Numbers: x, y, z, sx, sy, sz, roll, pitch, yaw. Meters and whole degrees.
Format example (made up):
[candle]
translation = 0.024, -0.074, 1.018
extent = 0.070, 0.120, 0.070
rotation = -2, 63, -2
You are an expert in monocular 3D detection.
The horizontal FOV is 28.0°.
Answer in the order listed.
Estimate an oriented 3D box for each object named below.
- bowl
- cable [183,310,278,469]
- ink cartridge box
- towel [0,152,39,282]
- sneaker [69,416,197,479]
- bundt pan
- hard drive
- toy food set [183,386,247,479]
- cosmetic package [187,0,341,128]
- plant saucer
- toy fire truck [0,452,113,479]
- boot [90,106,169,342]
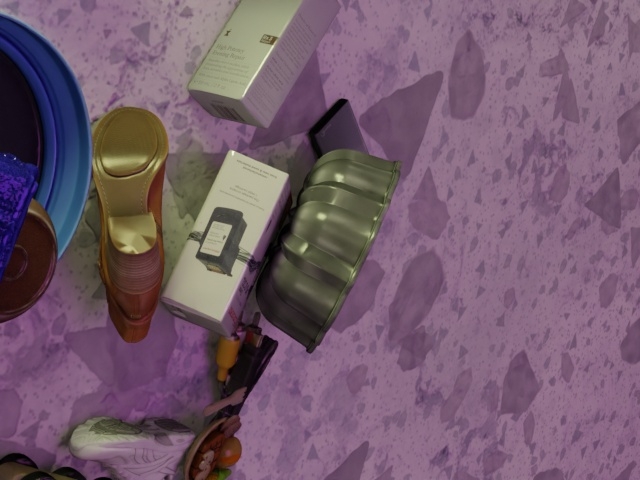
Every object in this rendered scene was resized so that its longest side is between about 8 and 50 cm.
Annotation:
[bowl]
translation = -0.448, -0.089, 1.535
extent = 0.391, 0.077, 0.391
rotation = -21, 118, -44
[cable]
translation = -0.151, 0.245, 2.051
extent = 0.287, 0.072, 0.139
rotation = -67, 160, 11
[ink cartridge box]
translation = -0.133, 0.010, 1.872
extent = 0.172, 0.100, 0.237
rotation = 86, 28, -78
[towel]
translation = -0.450, 0.032, 1.431
extent = 0.227, 0.076, 0.308
rotation = 17, 93, -43
[sneaker]
translation = -0.278, 0.324, 1.879
extent = 0.232, 0.090, 0.115
rotation = 12, 97, -50
[bundt pan]
translation = 0.000, 0.000, 1.967
extent = 0.331, 0.124, 0.331
rotation = -63, -176, 9
[hard drive]
translation = 0.033, -0.156, 2.131
extent = 0.094, 0.022, 0.135
rotation = -49, 135, -27
[toy food set]
translation = -0.160, 0.328, 1.972
extent = 0.132, 0.038, 0.192
rotation = -18, 132, -60
[cosmetic package]
translation = -0.081, -0.284, 1.874
extent = 0.085, 0.117, 0.231
rotation = 46, 66, -49
[plant saucer]
translation = -0.384, 0.025, 1.569
extent = 0.168, 0.029, 0.168
rotation = -22, 120, -45
[toy fire truck]
translation = -0.383, 0.435, 1.758
extent = 0.217, 0.158, 0.246
rotation = 24, 84, -34
[boot]
translation = -0.255, -0.021, 1.752
extent = 0.109, 0.283, 0.220
rotation = -6, 144, -13
